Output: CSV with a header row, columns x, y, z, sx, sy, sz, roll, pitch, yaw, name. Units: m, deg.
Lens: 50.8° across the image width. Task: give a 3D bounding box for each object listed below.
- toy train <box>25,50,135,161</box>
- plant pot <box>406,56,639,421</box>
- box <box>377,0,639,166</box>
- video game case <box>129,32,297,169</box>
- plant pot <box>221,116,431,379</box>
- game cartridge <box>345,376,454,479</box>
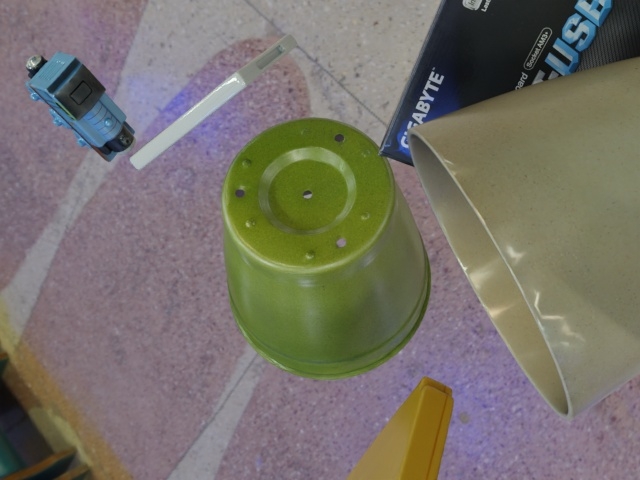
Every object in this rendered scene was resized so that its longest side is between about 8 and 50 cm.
x,y,z,sx,sy,sz,roll,pitch,yaw,name
-0.334,-0.186,0.952,0.105,0.080,0.184,26,161,39,toy train
0.248,-0.036,0.527,0.274,0.256,0.257,-27,85,4,plant pot
0.242,-0.157,0.658,0.293,0.073,0.296,22,131,-1,box
-0.127,-0.171,0.818,0.190,0.173,0.022,-30,106,31,video game case
0.000,0.000,1.051,0.366,0.366,0.353,42,167,19,plant pot
0.046,0.339,0.745,0.052,0.285,0.324,28,131,1,game cartridge
